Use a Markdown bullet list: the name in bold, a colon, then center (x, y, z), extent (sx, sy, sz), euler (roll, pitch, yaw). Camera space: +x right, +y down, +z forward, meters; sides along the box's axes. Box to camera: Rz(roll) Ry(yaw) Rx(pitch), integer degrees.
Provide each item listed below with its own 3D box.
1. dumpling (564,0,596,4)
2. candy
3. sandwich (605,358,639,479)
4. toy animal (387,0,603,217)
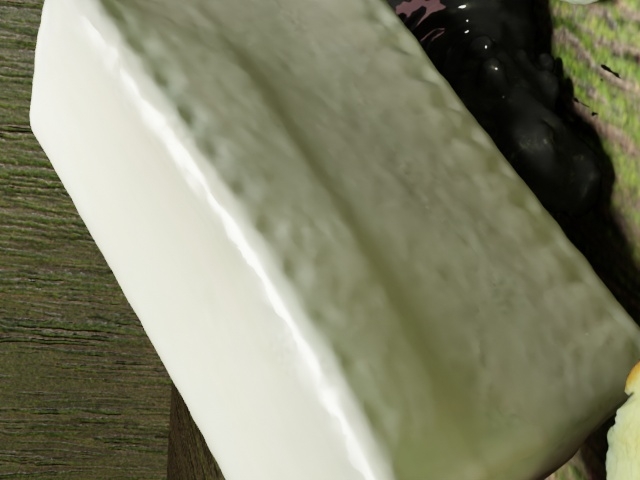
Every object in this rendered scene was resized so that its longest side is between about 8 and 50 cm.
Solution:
- **dumpling**: center (0.126, -0.222, 0.581), extent (0.229, 0.124, 0.151), euler (62, -179, -34)
- **candy**: center (-0.003, 0.002, 0.603), extent (0.359, 0.208, 0.145), euler (56, 139, 22)
- **sandwich**: center (0.189, 0.089, 0.374), extent (0.258, 0.096, 0.094), euler (179, 99, -78)
- **toy animal**: center (0.097, -0.146, 0.749), extent (0.168, 0.106, 0.343), euler (130, 134, -57)
